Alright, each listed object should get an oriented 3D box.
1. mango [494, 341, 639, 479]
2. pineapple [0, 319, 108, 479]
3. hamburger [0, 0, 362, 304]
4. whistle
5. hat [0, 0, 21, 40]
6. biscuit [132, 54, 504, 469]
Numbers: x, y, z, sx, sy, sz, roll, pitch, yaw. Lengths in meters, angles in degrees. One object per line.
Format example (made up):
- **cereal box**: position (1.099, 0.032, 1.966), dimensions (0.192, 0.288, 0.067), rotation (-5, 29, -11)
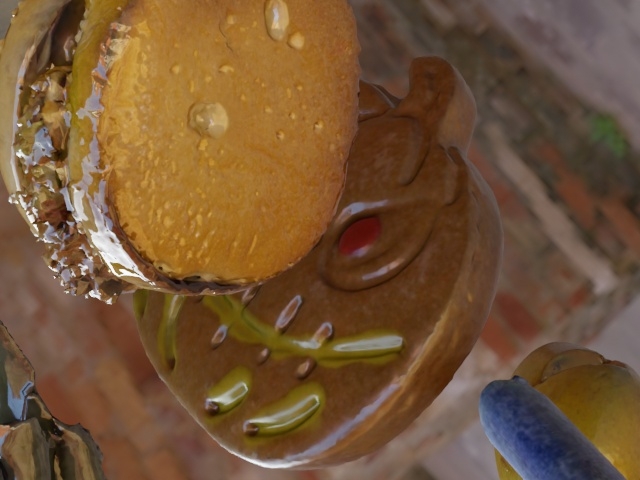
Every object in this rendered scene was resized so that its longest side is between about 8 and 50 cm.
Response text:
- **mango**: position (0.243, 0.181, 1.919), dimensions (0.130, 0.167, 0.262), rotation (30, -173, -17)
- **pineapple**: position (-0.048, 0.181, 0.671), dimensions (0.365, 0.165, 0.165), rotation (60, 168, -11)
- **hamburger**: position (-0.076, -0.057, 0.963), dimensions (0.118, 0.191, 0.182), rotation (9, 162, 47)
- **whistle**: position (0.204, 0.197, 1.444), dimensions (0.062, 0.062, 0.304), rotation (54, 177, -36)
- **hat**: position (-0.300, -0.142, 1.240), dimensions (0.301, 0.258, 0.168), rotation (53, 172, 28)
- **biscuit**: position (-0.005, -0.005, 1.574), dimensions (0.070, 0.350, 0.394), rotation (36, 179, -39)
